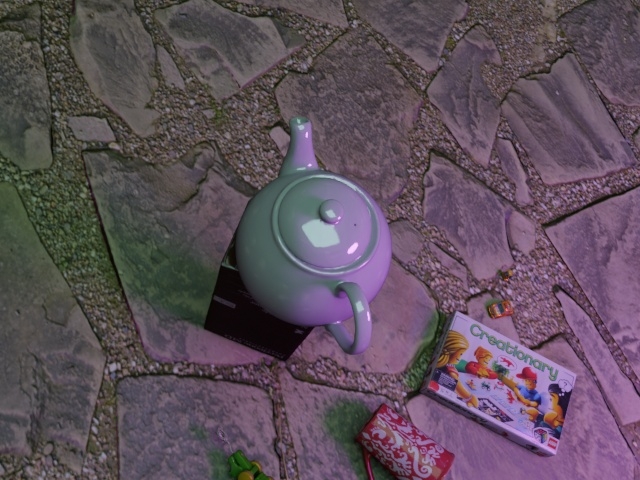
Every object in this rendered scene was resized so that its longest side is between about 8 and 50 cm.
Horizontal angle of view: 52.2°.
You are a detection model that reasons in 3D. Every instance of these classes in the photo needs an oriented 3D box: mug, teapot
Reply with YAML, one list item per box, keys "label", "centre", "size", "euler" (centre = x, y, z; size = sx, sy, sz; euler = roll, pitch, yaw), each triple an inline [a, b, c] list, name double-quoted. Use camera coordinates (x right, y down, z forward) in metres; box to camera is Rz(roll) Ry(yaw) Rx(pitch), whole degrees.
- label: "mug"
  centre: [0.150, 0.418, 1.267]
  size: [0.169, 0.113, 0.150]
  euler: [40, 61, 8]
- label: "teapot"
  centre: [0.000, 0.000, 0.941]
  size: [0.256, 0.187, 0.252]
  euler: [32, 66, 0]

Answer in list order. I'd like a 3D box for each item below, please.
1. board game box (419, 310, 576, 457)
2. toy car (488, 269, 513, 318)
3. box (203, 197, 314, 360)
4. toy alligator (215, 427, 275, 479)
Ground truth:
- label: "board game box"
  centre: [0.386, 0.307, 1.408]
  size: [0.306, 0.053, 0.192]
  euler: [28, 62, -1]
- label: "toy car"
  centre: [0.418, 0.120, 1.508]
  size: [0.060, 0.040, 0.121]
  euler: [7, 65, -12]
- label: "box"
  centre: [-0.092, 0.089, 1.197]
  size: [0.191, 0.381, 0.143]
  euler: [22, 65, -4]
- label: "toy alligator"
  centre: [-0.143, 0.434, 1.216]
  size: [0.189, 0.056, 0.051]
  euler: [46, 104, 8]
